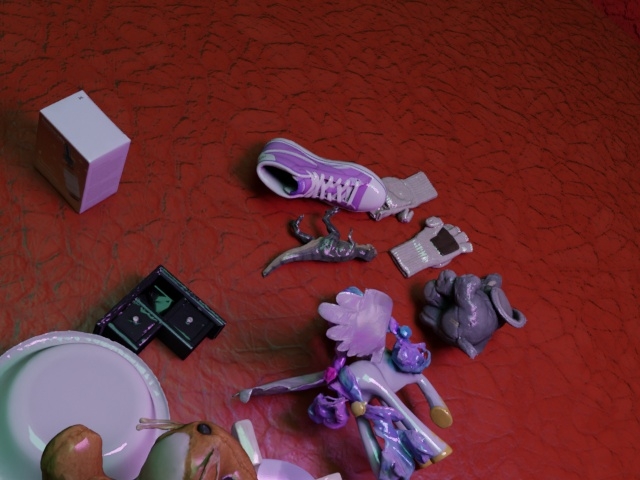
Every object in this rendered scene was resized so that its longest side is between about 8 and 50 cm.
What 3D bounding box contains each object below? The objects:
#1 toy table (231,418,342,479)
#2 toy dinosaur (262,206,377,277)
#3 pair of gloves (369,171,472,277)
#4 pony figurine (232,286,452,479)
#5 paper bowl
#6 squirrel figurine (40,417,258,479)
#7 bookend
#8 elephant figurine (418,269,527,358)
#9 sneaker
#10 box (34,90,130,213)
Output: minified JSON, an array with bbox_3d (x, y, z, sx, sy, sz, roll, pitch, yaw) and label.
[{"bbox_3d":[-0.101,0.414,1.068,0.274,0.161,0.252,-21,72,-32],"label":"toy table"},{"bbox_3d":[0.000,0.000,1.424,0.268,0.064,0.118,-7,72,-25],"label":"toy dinosaur"},{"bbox_3d":[0.214,-0.047,1.563,0.204,0.042,0.240,-15,68,-31],"label":"pair of gloves"},{"bbox_3d":[0.072,0.242,1.215,0.363,0.303,0.351,57,23,18],"label":"pony figurine"},{"bbox_3d":[-0.360,0.265,1.020,0.284,0.148,0.284,18,47,-20],"label":"paper bowl"},{"bbox_3d":[-0.234,0.399,0.818,0.370,0.281,0.396,-18,111,-40],"label":"squirrel figurine"},{"bbox_3d":[-0.275,0.152,1.193,0.156,0.072,0.157,42,53,2],"label":"bookend"},{"bbox_3d":[0.338,0.148,1.449,0.239,0.169,0.186,14,85,-36],"label":"elephant figurine"},{"bbox_3d":[0.000,-0.107,1.429,0.282,0.102,0.161,19,25,-3],"label":"sneaker"},{"bbox_3d":[-0.426,-0.154,1.241,0.130,0.170,0.091,45,53,6],"label":"box"}]
